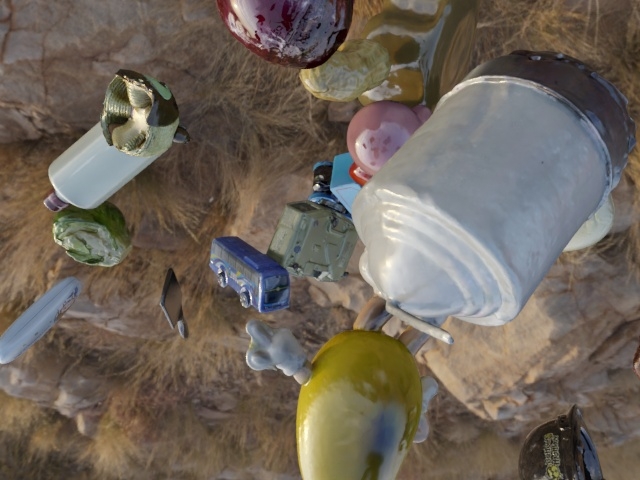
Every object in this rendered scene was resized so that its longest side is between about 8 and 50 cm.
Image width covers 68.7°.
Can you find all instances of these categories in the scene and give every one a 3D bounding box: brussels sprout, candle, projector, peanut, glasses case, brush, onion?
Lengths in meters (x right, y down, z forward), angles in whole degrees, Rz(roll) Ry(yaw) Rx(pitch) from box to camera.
[{"bbox_3d":[-0.537,-0.027,1.122,0.183,0.145,0.131,33,113,-27],"label":"brussels sprout"},{"bbox_3d":[0.168,-0.040,0.522,0.221,0.342,0.221,40,161,16],"label":"candle"},{"bbox_3d":[0.000,0.000,1.121,0.088,0.193,0.270,24,-176,33],"label":"projector"},{"bbox_3d":[0.072,-0.441,1.218,0.147,0.306,0.146,25,135,28],"label":"peanut"},{"bbox_3d":[-0.490,0.135,0.818,0.045,0.178,0.067,37,145,-5],"label":"glasses case"},{"bbox_3d":[-0.225,0.114,0.734,0.016,0.062,0.193,5,146,-1],"label":"brush"},{"bbox_3d":[-0.100,-0.534,0.997,0.261,0.336,0.282,-3,161,-34],"label":"onion"}]

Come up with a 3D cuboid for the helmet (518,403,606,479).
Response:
[{"bbox_3d":[0.524,0.511,1.033,0.161,0.278,0.230,-22,125,31],"label":"helmet"}]

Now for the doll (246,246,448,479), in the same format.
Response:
[{"bbox_3d":[0.073,0.215,0.791,0.347,0.423,0.161,59,154,-1],"label":"doll"}]

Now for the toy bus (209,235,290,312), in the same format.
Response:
[{"bbox_3d":[-0.151,0.063,0.958,0.079,0.237,0.093,-14,116,-34],"label":"toy bus"}]

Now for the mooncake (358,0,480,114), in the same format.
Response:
[{"bbox_3d":[0.316,-0.606,1.498,0.262,0.467,0.466,27,147,23],"label":"mooncake"}]

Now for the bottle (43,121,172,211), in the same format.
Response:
[{"bbox_3d":[-0.376,-0.131,0.801,0.245,0.104,0.104,-34,130,14],"label":"bottle"}]

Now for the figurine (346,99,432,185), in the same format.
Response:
[{"bbox_3d":[0.182,-0.275,1.347,0.270,0.261,0.211,16,-169,38],"label":"figurine"}]

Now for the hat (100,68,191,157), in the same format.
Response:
[{"bbox_3d":[-0.167,-0.119,0.453,0.077,0.059,0.076,30,108,26],"label":"hat"}]

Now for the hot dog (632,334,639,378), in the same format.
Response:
[{"bbox_3d":[0.671,0.187,0.851,0.259,0.114,0.175,-3,108,-42],"label":"hot dog"}]

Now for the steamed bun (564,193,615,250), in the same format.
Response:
[{"bbox_3d":[0.660,-0.112,1.354,0.233,0.311,0.334,-21,180,8],"label":"steamed bun"}]

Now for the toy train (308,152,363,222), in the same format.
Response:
[{"bbox_3d":[0.112,-0.174,1.689,0.265,0.187,0.300,-7,150,29],"label":"toy train"}]
